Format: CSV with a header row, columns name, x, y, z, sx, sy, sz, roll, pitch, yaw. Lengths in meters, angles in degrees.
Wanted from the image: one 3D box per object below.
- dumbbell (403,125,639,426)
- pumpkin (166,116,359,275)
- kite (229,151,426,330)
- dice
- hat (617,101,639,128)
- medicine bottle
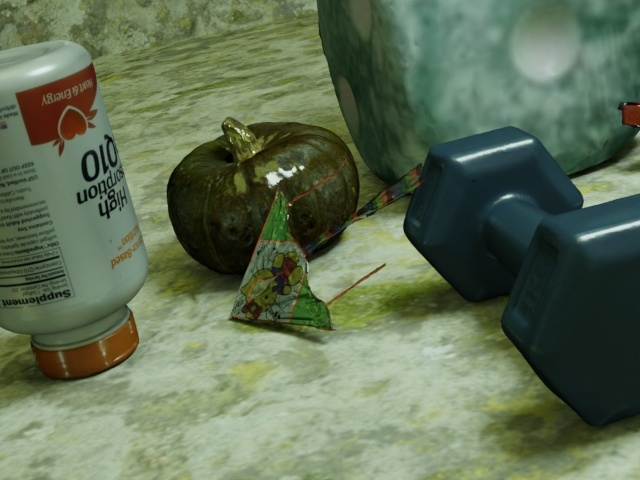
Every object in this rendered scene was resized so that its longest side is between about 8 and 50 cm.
name,x,y,z,sx,sy,sz,roll,pitch,yaw
dumbbell,0.177,0.011,0.793,0.144,0.156,0.316,-43,21,3
pumpkin,-0.067,-0.062,1.117,0.219,0.162,0.219,-15,21,6
kite,0.000,0.000,0.941,0.244,0.006,0.198,-38,45,23
dice,0.190,-0.259,1.246,0.328,0.330,0.348,-15,21,-10
hat,0.464,-0.135,1.119,0.228,0.128,0.140,-4,-10,-31
medicine bottle,-0.247,-0.022,0.919,0.157,0.288,0.157,-11,21,4
